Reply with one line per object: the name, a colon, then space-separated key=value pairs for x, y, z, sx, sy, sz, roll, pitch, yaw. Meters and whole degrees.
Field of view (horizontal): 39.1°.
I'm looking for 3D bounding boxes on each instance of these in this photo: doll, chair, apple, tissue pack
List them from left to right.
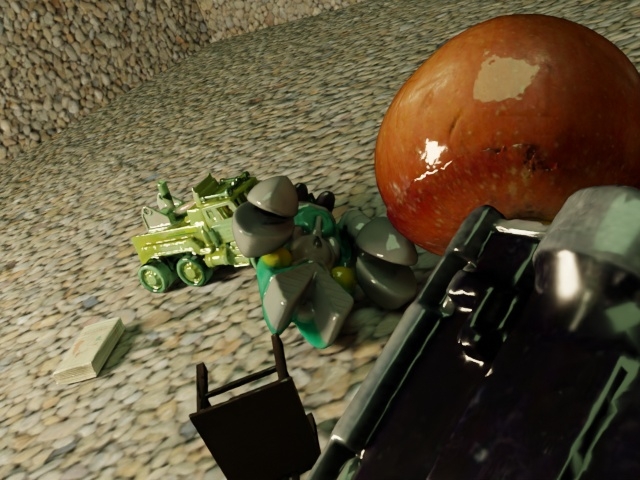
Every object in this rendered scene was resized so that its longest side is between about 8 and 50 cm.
tissue pack: x=-0.281 y=0.134 z=1.099 sx=0.056 sy=0.023 sz=0.108 roll=-16 pitch=22 yaw=16
chair: x=-0.041 y=0.168 z=0.683 sx=0.084 sy=0.101 sz=0.212 roll=-22 pitch=21 yaw=1
doll: x=-0.019 y=-0.001 z=0.962 sx=0.195 sy=0.153 sz=0.258 roll=-1 pitch=33 yaw=-31
apple: x=0.186 y=-0.092 z=0.868 sx=0.252 sy=0.206 sz=0.272 roll=8 pitch=-22 yaw=-14

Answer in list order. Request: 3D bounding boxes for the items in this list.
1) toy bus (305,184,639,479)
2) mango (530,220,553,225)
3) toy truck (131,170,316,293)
toy bus: x=0.208 y=0.143 z=0.293 sx=0.440 sy=0.249 sz=0.209 roll=10 pitch=63 yaw=56
mango: x=0.196 y=0.043 z=0.734 sx=0.227 sy=0.109 sz=0.147 roll=-1 pitch=26 yaw=39
toy truck: x=-0.135 y=-0.024 z=1.182 sx=0.260 sy=0.135 sz=0.128 roll=-4 pitch=28 yaw=31
